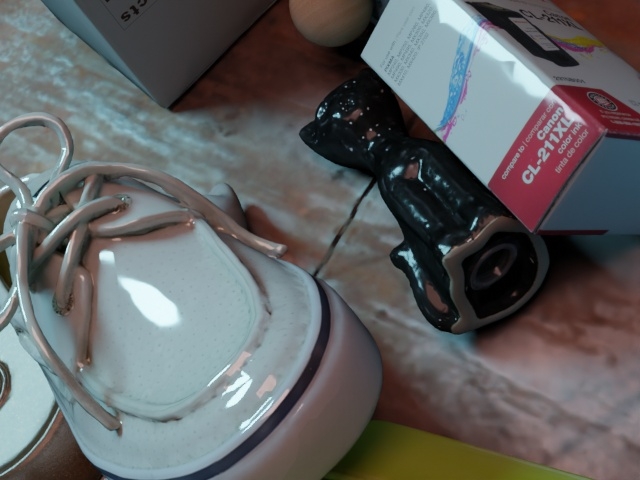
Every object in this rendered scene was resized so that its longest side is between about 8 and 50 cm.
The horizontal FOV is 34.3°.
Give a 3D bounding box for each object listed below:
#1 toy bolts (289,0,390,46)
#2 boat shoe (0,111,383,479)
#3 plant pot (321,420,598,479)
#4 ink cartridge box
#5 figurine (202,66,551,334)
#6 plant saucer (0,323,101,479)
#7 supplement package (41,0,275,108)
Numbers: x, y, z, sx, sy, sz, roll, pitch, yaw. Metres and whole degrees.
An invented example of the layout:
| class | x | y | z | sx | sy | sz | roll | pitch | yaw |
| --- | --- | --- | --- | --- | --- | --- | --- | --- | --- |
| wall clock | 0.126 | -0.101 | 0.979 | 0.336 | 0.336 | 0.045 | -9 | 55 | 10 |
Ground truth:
| class | x | y | z | sx | sy | sz | roll | pitch | yaw |
| --- | --- | --- | --- | --- | --- | --- | --- | --- | --- |
| toy bolts | 0.018 | -0.248 | 0.700 | 0.158 | 0.229 | 0.218 | -33 | 49 | -11 |
| boat shoe | -0.112 | 0.012 | 0.518 | 0.136 | 0.156 | 0.367 | -47 | 26 | -10 |
| plant pot | 0.073 | 0.211 | 0.427 | 0.228 | 0.227 | 0.207 | 12 | 62 | 26 |
| ink cartridge box | 0.127 | -0.085 | 0.616 | 0.175 | 0.127 | 0.072 | 52 | 127 | 34 |
| figurine | 0.000 | 0.000 | 0.661 | 0.214 | 0.092 | 0.209 | -36 | 48 | 0 |
| plant saucer | -0.223 | 0.107 | 0.711 | 0.198 | 0.036 | 0.199 | -9 | 60 | 16 |
| supplement package | -0.164 | -0.272 | 0.742 | 0.175 | 0.293 | 0.177 | -46 | 56 | -7 |
